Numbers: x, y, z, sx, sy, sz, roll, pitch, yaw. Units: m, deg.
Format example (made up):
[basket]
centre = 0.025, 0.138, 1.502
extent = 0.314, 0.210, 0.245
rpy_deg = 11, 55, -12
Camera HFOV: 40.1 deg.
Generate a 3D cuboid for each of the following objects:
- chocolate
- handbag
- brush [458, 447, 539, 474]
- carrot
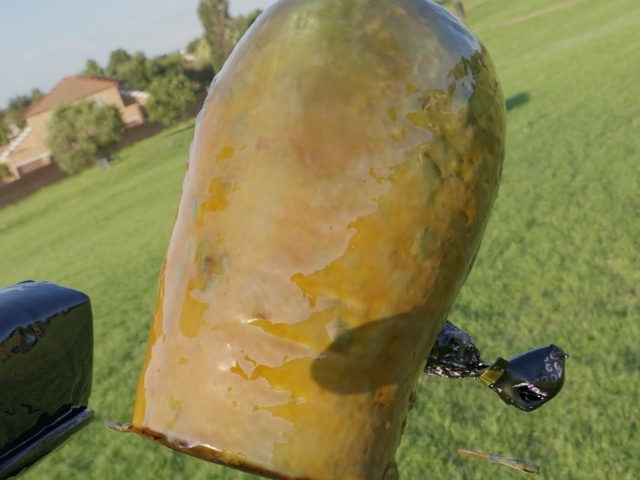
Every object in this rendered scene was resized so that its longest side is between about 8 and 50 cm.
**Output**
[chocolate]
centre = 0.172, 0.124, 0.867
extent = 0.147, 0.072, 0.070
rpy_deg = 15, 1, 3
[handbag]
centre = -0.374, 0.211, 0.970
extent = 0.177, 0.275, 0.302
rpy_deg = 8, 17, 21
[brush]
centre = 0.229, 0.292, 1.170
extent = 0.043, 0.014, 0.170
rpy_deg = 21, -13, -17
[carrot]
centre = 0.000, 0.000, 0.623
extent = 0.224, 0.341, 0.224
rpy_deg = 17, -9, 3
